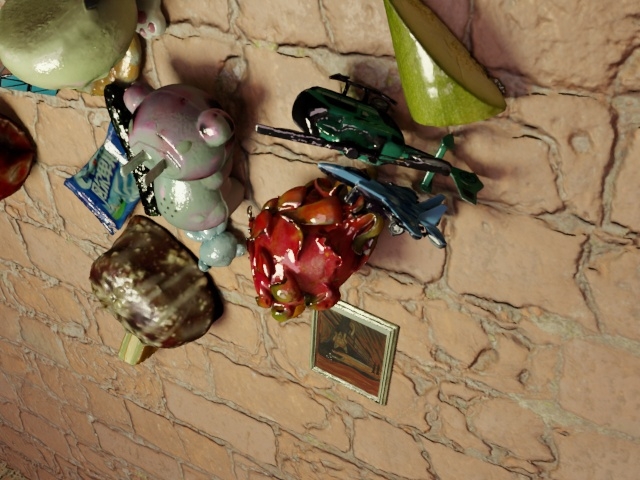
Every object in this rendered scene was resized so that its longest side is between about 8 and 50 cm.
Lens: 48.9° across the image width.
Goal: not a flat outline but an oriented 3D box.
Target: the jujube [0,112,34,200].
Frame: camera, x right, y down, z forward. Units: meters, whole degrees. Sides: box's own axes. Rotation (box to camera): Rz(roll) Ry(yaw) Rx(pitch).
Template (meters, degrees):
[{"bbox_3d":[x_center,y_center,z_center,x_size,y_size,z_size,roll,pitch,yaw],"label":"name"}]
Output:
[{"bbox_3d":[-0.908,-0.208,1.836,0.376,0.258,0.258,-11,115,49],"label":"jujube"}]

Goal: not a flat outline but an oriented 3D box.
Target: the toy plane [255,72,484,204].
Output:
[{"bbox_3d":[0.093,-0.164,1.164,0.381,0.155,0.106,22,127,-3],"label":"toy plane"}]

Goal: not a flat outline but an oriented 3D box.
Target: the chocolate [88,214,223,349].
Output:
[{"bbox_3d":[-0.423,0.129,1.739,0.340,0.210,0.225,49,135,-5],"label":"chocolate"}]

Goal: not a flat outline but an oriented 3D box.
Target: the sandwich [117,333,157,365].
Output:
[{"bbox_3d":[-0.509,0.256,1.971,0.079,0.113,0.163,25,133,20],"label":"sandwich"}]

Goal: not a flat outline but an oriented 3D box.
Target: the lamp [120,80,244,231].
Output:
[{"bbox_3d":[-0.282,-0.154,1.396,0.247,0.247,0.301,26,142,22],"label":"lamp"}]

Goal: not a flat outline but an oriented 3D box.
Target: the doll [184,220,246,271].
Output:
[{"bbox_3d":[-0.246,-0.023,1.595,0.120,0.075,0.180,-23,86,14],"label":"doll"}]

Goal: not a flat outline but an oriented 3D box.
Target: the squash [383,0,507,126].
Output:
[{"bbox_3d":[0.168,-0.299,1.044,0.169,0.093,0.252,5,125,37],"label":"squash"}]

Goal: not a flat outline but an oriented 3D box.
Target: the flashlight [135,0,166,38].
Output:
[{"bbox_3d":[-0.321,-0.470,1.314,0.093,0.047,0.200,38,138,13],"label":"flashlight"}]

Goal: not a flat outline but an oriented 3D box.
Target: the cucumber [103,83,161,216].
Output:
[{"bbox_3d":[-0.386,-0.193,1.507,0.081,0.072,0.303,-4,124,12],"label":"cucumber"}]

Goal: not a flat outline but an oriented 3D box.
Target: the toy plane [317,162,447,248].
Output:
[{"bbox_3d":[0.103,-0.068,1.190,0.246,0.169,0.078,18,120,-8],"label":"toy plane"}]

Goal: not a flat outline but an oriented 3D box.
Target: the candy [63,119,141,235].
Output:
[{"bbox_3d":[-0.481,-0.154,1.659,0.187,0.077,0.331,47,132,-8],"label":"candy"}]

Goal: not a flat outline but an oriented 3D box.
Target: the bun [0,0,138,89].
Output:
[{"bbox_3d":[-0.450,-0.386,1.305,0.283,0.283,0.179,13,160,29],"label":"bun"}]

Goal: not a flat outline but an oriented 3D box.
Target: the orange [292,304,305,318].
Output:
[{"bbox_3d":[-0.072,0.134,1.573,0.083,0.083,0.084,20,132,24],"label":"orange"}]

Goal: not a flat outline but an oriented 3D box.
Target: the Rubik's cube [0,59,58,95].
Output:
[{"bbox_3d":[-0.638,-0.406,1.597,0.211,0.191,0.178,-4,160,5],"label":"Rubik's cube"}]

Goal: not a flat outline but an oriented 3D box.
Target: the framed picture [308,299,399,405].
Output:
[{"bbox_3d":[0.066,0.250,1.605,0.216,0.016,0.273,22,133,22],"label":"framed picture"}]

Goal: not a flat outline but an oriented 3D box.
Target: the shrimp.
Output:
[{"bbox_3d":[-0.444,-0.409,1.441,0.185,0.068,0.287,24,132,18],"label":"shrimp"}]

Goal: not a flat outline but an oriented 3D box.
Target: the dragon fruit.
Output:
[{"bbox_3d":[-0.017,0.003,1.319,0.307,0.243,0.228,106,149,-48],"label":"dragon fruit"}]
